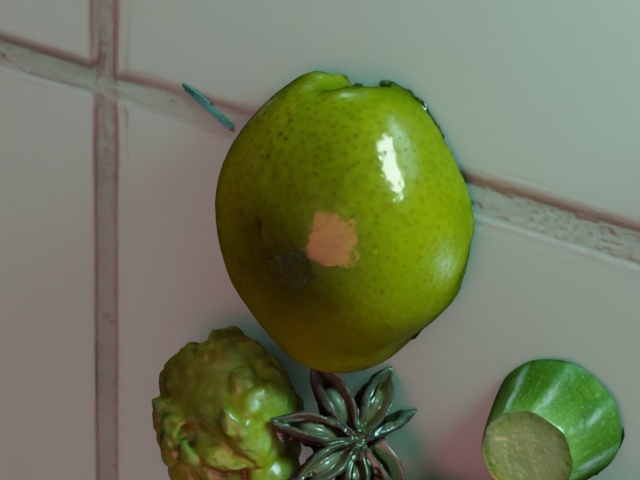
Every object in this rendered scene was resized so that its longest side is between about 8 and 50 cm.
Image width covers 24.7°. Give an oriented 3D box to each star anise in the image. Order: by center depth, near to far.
[{"bbox_3d":[0.027,0.260,1.906,0.197,0.212,0.073,13,163,-15],"label":"star anise"}]

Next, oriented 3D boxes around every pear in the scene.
[{"bbox_3d":[0.000,0.000,1.789,0.340,0.191,0.386,13,119,27],"label":"pear"}]

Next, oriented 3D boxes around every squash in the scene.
[{"bbox_3d":[0.277,0.238,1.789,0.170,0.123,0.170,10,113,25],"label":"squash"}]

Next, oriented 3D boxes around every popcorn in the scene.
[{"bbox_3d":[-0.111,0.252,1.995,0.233,0.192,0.266,-45,69,32],"label":"popcorn"}]

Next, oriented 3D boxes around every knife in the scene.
[{"bbox_3d":[-0.148,-0.176,1.911,0.091,0.005,0.014,41,130,9],"label":"knife"}]
